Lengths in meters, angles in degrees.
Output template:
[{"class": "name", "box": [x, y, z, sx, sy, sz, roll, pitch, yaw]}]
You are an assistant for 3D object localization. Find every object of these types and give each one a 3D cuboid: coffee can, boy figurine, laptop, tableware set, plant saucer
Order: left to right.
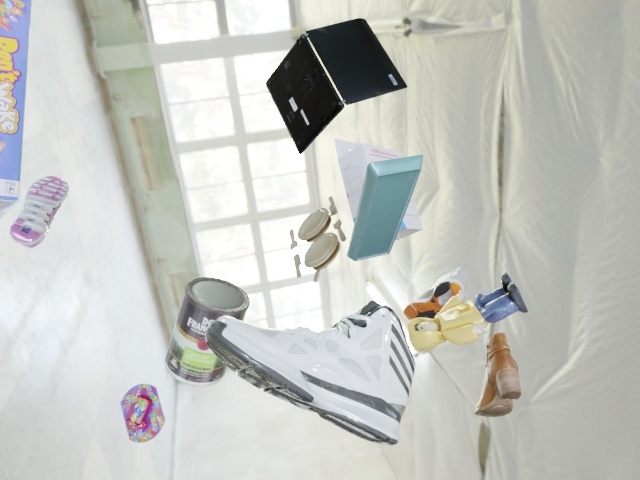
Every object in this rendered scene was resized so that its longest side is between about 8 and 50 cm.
[{"class": "coffee can", "box": [-0.356, 0.282, 1.518, 0.201, 0.201, 0.275, -120, -133, -61]}, {"class": "tableware set", "box": [0.000, 0.000, 0.991, 0.039, 0.128, 0.194, 43, 16, -28]}, {"class": "laptop", "box": [0.026, -0.372, 1.159, 0.264, 0.136, 0.234, -41, -117, 36]}, {"class": "plant saucer", "box": [0.077, -0.031, 0.609, 0.192, 0.067, 0.018, 99, -24, -56]}, {"class": "boy figurine", "box": [0.345, 0.182, 1.181, 0.092, 0.285, 0.177, 57, 17, -22]}]

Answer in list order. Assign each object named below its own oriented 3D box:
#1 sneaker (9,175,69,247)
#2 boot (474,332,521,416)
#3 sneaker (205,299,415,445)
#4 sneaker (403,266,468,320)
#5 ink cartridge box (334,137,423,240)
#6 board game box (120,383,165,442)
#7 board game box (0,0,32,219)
[{"class": "sneaker", "box": [-0.801, -0.076, 1.387, 0.104, 0.095, 0.236, 132, -25, -56]}, {"class": "boot", "box": [0.419, 0.328, 1.166, 0.197, 0.073, 0.152, 106, -10, -48]}, {"class": "sneaker", "box": [0.001, 0.214, 1.013, 0.257, 0.447, 0.169, -65, -168, -27]}, {"class": "sneaker", "box": [0.357, 0.172, 1.460, 0.099, 0.121, 0.262, 46, -42, 3]}, {"class": "ink cartridge box", "box": [0.095, -0.094, 0.803, 0.061, 0.104, 0.181, -27, -110, 42]}, {"class": "board game box", "box": [-0.538, 0.512, 1.440, 0.169, 0.133, 0.033, 66, 9, 20]}, {"class": "board game box", "box": [-0.548, -0.220, 0.798, 0.233, 0.078, 0.347, -8, -100, 50]}]
